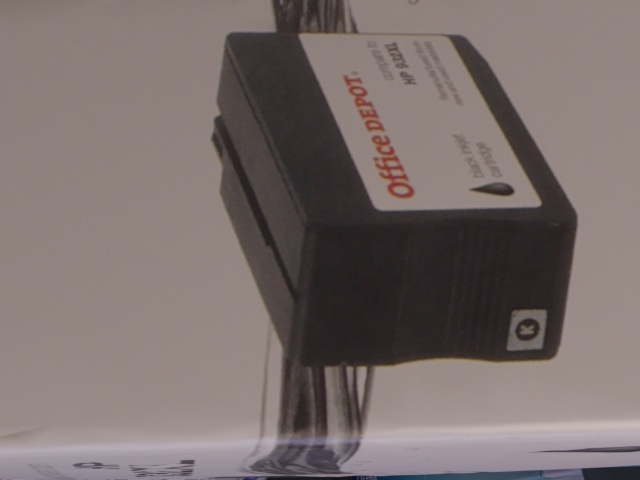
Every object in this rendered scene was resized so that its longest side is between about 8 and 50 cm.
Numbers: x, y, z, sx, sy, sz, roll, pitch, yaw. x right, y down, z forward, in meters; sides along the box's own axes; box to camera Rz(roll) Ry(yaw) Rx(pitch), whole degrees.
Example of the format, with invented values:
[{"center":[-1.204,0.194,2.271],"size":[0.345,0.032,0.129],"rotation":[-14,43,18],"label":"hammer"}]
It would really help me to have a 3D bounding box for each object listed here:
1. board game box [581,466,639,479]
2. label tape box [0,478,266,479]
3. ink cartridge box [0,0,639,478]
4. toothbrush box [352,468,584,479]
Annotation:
[{"center":[0.312,0.097,0.795],"size":[0.303,0.097,0.224],"rotation":[-23,149,20],"label":"board game box"},{"center":[-0.124,0.137,0.953],"size":[0.348,0.115,0.249],"rotation":[8,138,-37],"label":"label tape box"},{"center":[0.010,0.009,0.472],"size":[0.307,0.129,0.223],"rotation":[0,170,-6],"label":"ink cartridge box"},{"center":[0.190,0.121,1.101],"size":[0.216,0.126,0.295],"rotation":[6,161,-36],"label":"toothbrush box"}]
